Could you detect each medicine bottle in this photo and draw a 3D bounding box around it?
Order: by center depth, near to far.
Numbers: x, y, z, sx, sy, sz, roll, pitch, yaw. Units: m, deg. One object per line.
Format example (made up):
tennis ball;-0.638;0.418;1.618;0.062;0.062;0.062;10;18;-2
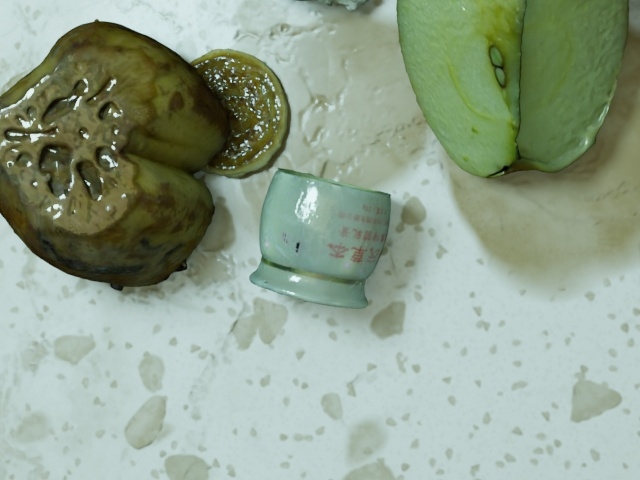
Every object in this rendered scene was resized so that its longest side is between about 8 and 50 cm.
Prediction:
medicine bottle;0.000;0.000;1.471;0.147;0.147;0.143;13;94;9

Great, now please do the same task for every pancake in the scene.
pancake;-0.113;-0.153;1.549;0.158;0.028;0.158;0;90;10

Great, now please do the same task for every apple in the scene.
apple;0.210;-0.236;1.395;0.254;0.179;0.346;-2;123;4

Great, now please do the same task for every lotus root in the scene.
lotus root;-0.242;-0.095;1.467;0.316;0.250;0.316;0;89;5

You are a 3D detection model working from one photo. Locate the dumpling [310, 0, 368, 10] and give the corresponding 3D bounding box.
dumpling;-0.031;-0.369;1.484;0.247;0.142;0.172;22;94;-22
